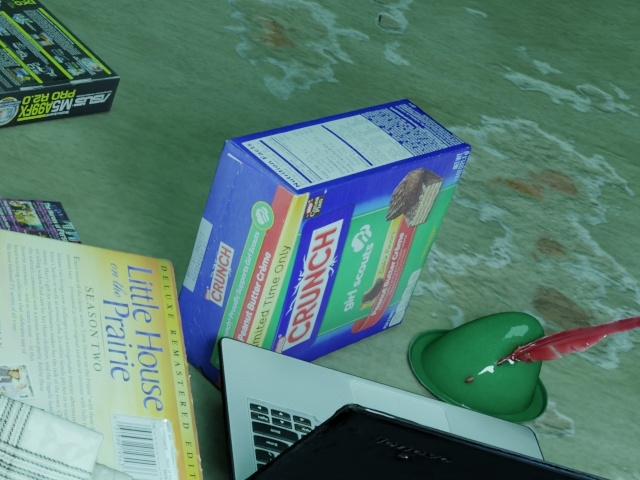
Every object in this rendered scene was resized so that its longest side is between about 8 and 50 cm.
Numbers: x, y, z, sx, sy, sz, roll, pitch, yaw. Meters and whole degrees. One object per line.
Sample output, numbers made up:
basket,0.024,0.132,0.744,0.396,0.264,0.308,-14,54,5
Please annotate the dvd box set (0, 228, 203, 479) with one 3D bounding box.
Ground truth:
dvd box set,-0.318,0.121,1.532,0.420,0.062,0.308,11,51,-31

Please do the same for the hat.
hat,0.232,0.098,1.931,0.208,0.183,0.173,10,33,-21

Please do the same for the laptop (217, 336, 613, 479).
laptop,0.128,0.176,1.562,0.382,0.236,0.408,18,27,-17

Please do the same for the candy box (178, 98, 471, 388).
candy box,0.000,0.000,1.847,0.122,0.268,0.317,38,34,29

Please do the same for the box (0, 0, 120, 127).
box,-0.430,-0.254,2.151,0.216,0.060,0.270,-14,48,-46

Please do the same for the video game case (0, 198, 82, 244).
video game case,-0.348,0.037,1.779,0.210,0.042,0.232,0,39,-33

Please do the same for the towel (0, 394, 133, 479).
towel,-0.315,0.250,1.341,0.324,0.056,0.312,27,44,-18
